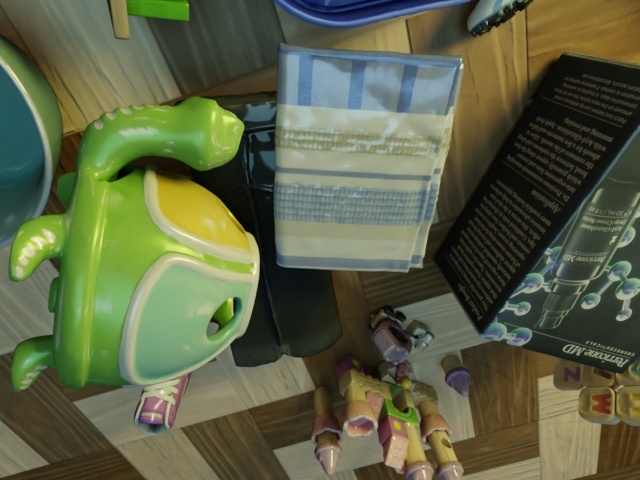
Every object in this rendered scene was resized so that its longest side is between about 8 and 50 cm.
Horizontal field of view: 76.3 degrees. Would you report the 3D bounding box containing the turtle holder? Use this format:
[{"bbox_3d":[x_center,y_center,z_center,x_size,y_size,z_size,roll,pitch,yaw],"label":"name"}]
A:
[{"bbox_3d":[-0.195,0.010,0.480,0.227,0.243,0.321,8,87,-24],"label":"turtle holder"}]

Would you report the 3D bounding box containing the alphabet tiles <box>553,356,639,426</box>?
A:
[{"bbox_3d":[0.521,0.173,0.712,0.021,0.284,0.278,25,155,-8],"label":"alphabet tiles"}]

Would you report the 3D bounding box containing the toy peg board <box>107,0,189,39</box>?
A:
[{"bbox_3d":[-0.191,-0.321,0.430,0.079,0.161,0.161,-9,135,-25],"label":"toy peg board"}]

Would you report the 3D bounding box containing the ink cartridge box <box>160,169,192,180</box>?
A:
[{"bbox_3d":[-0.250,-0.005,0.638,0.061,0.104,0.182,11,118,-11],"label":"ink cartridge box"}]

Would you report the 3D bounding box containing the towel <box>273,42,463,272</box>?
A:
[{"bbox_3d":[0.047,-0.081,0.501,0.209,0.034,0.285,1,122,-4],"label":"towel"}]

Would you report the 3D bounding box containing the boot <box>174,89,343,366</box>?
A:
[{"bbox_3d":[-0.002,0.000,0.641,0.366,0.146,0.446,-2,117,5],"label":"boot"}]

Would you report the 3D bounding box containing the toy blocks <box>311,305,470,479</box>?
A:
[{"bbox_3d":[0.166,0.362,0.802,0.288,0.260,0.309,27,114,-19],"label":"toy blocks"}]

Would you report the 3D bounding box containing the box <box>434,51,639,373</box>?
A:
[{"bbox_3d":[0.423,-0.028,0.632,0.293,0.212,0.396,16,118,-15],"label":"box"}]

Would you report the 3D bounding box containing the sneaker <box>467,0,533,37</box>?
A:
[{"bbox_3d":[0.271,-0.366,0.506,0.086,0.085,0.237,45,113,2],"label":"sneaker"}]

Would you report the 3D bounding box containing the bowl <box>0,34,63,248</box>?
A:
[{"bbox_3d":[-0.461,-0.151,0.501,0.311,0.163,0.312,-2,120,-4],"label":"bowl"}]

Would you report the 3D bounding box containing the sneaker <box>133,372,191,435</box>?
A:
[{"bbox_3d":[-0.277,0.239,0.746,0.102,0.161,0.282,10,117,-9],"label":"sneaker"}]

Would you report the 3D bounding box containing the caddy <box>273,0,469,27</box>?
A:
[{"bbox_3d":[0.070,-0.368,0.421,0.340,0.179,0.242,-12,121,1],"label":"caddy"}]
